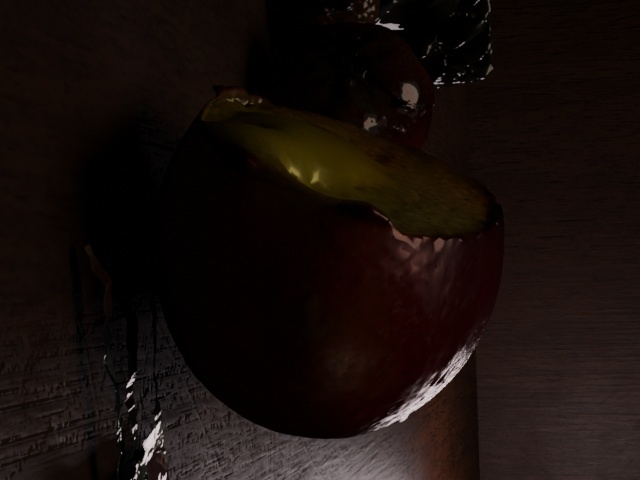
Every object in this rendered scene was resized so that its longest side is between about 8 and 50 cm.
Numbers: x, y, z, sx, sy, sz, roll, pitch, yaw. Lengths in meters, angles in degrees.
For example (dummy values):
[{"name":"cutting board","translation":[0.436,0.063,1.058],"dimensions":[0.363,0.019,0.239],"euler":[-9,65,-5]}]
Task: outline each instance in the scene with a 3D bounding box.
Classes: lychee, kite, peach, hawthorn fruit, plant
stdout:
[{"name":"lychee","translation":[0.008,-0.253,1.516],"dimensions":[0.146,0.114,0.114],"euler":[-109,-167,-74]},{"name":"kite","translation":[-0.127,0.165,0.995],"dimensions":[0.204,0.022,0.360],"euler":[-57,144,-72]},{"name":"peach","translation":[0.000,0.000,1.048],"dimensions":[0.338,0.281,0.281],"euler":[79,13,-63]},{"name":"hawthorn fruit","translation":[0.019,-0.118,1.465],"dimensions":[0.235,0.181,0.181],"euler":[103,-6,-57]},{"name":"plant","translation":[0.173,-0.319,2.156],"dimensions":[0.276,0.199,0.188],"euler":[-54,138,-83]}]

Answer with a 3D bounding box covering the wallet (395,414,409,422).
[{"name":"wallet","translation":[0.105,0.073,1.927],"dimensions":[0.406,0.062,0.228],"euler":[85,3,-63]}]
